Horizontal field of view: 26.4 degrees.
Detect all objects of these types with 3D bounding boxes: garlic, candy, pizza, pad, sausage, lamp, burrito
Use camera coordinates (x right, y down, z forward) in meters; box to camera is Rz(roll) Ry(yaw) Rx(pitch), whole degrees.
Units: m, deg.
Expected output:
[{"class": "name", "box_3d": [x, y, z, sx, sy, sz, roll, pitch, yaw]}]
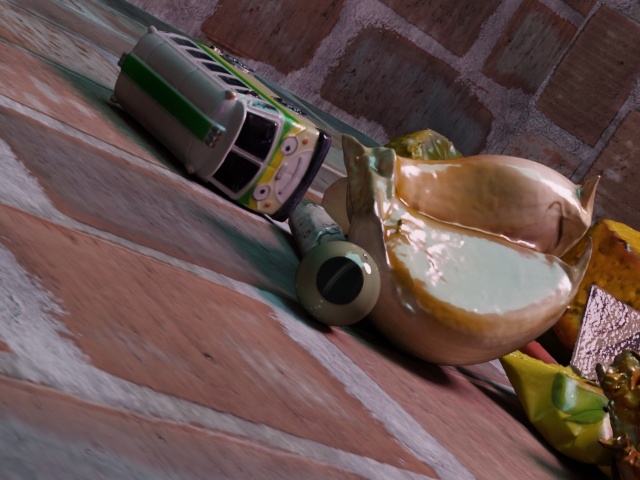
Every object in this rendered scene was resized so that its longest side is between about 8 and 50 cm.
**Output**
[{"class": "garlic", "box_3d": [0.166, 0.004, 1.603, 0.313, 0.249, 0.286, 13, 17, -21]}, {"class": "candy", "box_3d": [0.169, -0.043, 2.068, 0.260, 0.118, 0.260, 42, 35, -38]}, {"class": "pizza", "box_3d": [0.381, 0.252, 1.436, 0.289, 0.081, 0.229, 60, 34, -2]}, {"class": "pad", "box_3d": [0.478, 0.221, 1.872, 0.330, 0.220, 0.004, 30, -33, -15]}, {"class": "sausage", "box_3d": [0.107, -0.032, 2.178, 0.093, 0.093, 0.312, 37, 9, 25]}, {"class": "lamp", "box_3d": [0.015, 0.049, 1.476, 0.091, 0.091, 0.163, 33, -7, 0]}, {"class": "burrito", "box_3d": [0.001, -0.001, 1.730, 0.064, 0.064, 0.203, 30, 10, -19]}, {"class": "candy", "box_3d": [0.319, 0.216, 1.607, 0.187, 0.081, 0.297, 23, 15, -35]}, {"class": "sausage", "box_3d": [0.333, 0.193, 1.951, 0.034, 0.034, 0.253, 30, 9, -17]}]

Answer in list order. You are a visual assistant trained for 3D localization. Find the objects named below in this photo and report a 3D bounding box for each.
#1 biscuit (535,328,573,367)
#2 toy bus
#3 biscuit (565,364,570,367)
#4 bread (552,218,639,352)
[{"class": "biscuit", "box_3d": [0.413, 0.155, 2.335, 0.283, 0.064, 0.432, 26, 12, -36]}, {"class": "toy bus", "box_3d": [-0.143, -0.167, 1.853, 0.179, 0.143, 0.305, 21, 16, -46]}, {"class": "biscuit", "box_3d": [0.469, 0.260, 2.047, 0.265, 0.040, 0.188, 34, 9, -7]}, {"class": "bread", "box_3d": [0.511, 0.126, 2.097, 0.337, 0.204, 0.358, 13, 27, -41]}]
